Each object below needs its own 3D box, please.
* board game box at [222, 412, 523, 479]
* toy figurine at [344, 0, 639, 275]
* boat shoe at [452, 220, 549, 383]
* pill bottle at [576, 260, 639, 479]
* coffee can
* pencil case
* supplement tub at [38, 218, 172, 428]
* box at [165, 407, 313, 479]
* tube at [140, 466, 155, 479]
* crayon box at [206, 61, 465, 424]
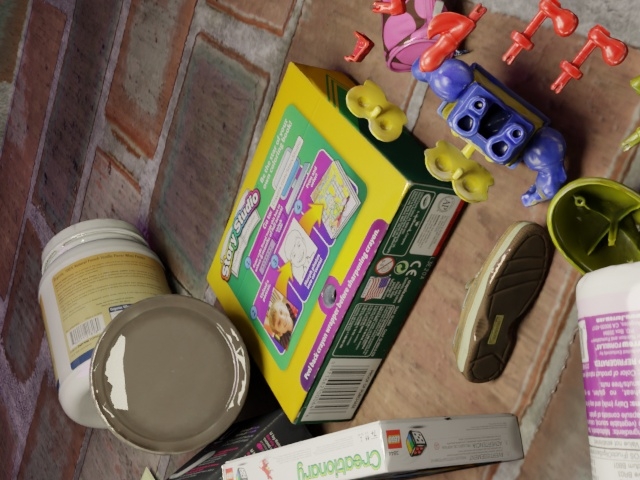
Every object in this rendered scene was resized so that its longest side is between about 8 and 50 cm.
[{"bbox_3d":[0.048,0.248,1.002,0.305,0.193,0.053,-30,62,49],"label":"board game box"},{"bbox_3d":[0.212,-0.125,0.886,0.362,0.217,0.191,36,105,2],"label":"toy figurine"},{"bbox_3d":[0.181,0.057,0.956,0.190,0.068,0.072,-70,27,20],"label":"boat shoe"},{"bbox_3d":[0.296,0.169,0.690,0.169,0.169,0.302,-16,73,52],"label":"pill bottle"},{"bbox_3d":[-0.202,0.191,1.253,0.275,0.201,0.202,119,149,-79],"label":"coffee can"},{"bbox_3d":[0.115,-0.310,1.070,0.098,0.095,0.209,108,156,-74],"label":"pencil case"},{"bbox_3d":[-0.364,0.140,1.554,0.228,0.228,0.316,-53,46,36],"label":"supplement tub"},{"bbox_3d":[-0.127,0.355,1.142,0.165,0.270,0.143,-28,96,49],"label":"box"},{"bbox_3d":[-0.336,0.538,1.617,0.070,0.062,0.240,24,104,7],"label":"tube"},{"bbox_3d":[0.000,0.000,1.174,0.313,0.106,0.363,53,128,45],"label":"crayon box"}]
